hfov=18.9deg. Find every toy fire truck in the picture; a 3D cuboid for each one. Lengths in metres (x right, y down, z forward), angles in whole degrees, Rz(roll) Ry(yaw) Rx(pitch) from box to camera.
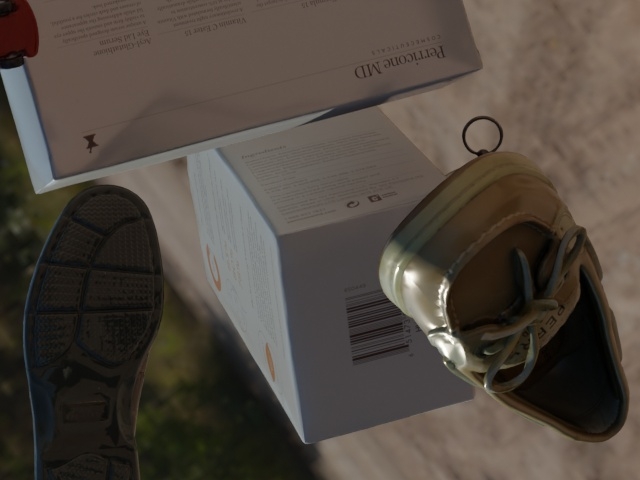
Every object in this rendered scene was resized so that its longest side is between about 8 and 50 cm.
[{"bbox_3d":[-0.306,-0.127,1.324,0.135,0.192,0.047,11,117,47],"label":"toy fire truck"}]

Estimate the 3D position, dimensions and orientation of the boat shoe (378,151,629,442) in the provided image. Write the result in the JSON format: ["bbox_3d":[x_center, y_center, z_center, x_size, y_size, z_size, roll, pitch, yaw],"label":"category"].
[{"bbox_3d":[0.112,0.037,1.023,0.089,0.104,0.285,49,-176,25],"label":"boat shoe"}]

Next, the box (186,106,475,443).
[{"bbox_3d":[0.000,0.000,1.800,0.345,0.168,0.215,-127,26,-59],"label":"box"}]

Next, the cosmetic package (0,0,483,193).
[{"bbox_3d":[-0.086,-0.223,1.564,0.097,0.377,0.284,156,98,-70],"label":"cosmetic package"}]

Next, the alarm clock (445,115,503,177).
[{"bbox_3d":[0.157,-0.025,1.870,0.064,0.129,0.192,-61,-29,-80],"label":"alarm clock"}]

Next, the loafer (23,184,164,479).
[{"bbox_3d":[-0.168,0.096,1.360,0.084,0.096,0.267,162,112,-74],"label":"loafer"}]
